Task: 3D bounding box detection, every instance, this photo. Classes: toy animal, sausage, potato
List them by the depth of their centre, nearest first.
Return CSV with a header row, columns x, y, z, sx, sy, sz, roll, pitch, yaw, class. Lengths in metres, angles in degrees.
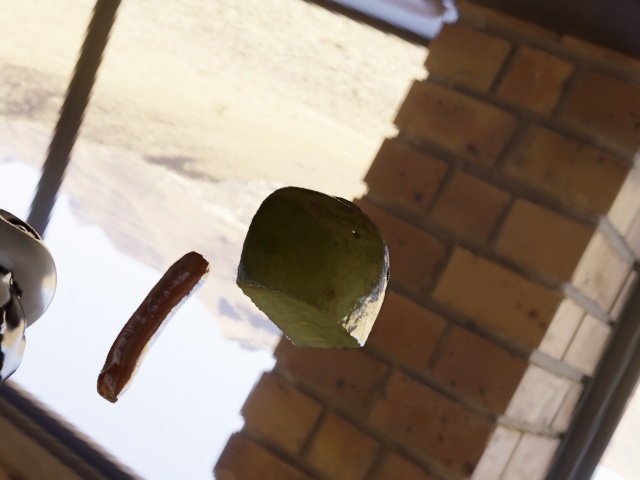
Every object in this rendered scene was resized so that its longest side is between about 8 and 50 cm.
x,y,z,sx,sy,sz,roll,pitch,yaw,class
0.000,0.000,0.839,0.081,0.149,0.120,-5,151,21,potato
-0.170,0.085,1.057,0.047,0.177,0.040,27,158,20,sausage
-0.385,0.052,1.113,0.187,0.165,0.235,19,-146,-6,toy animal
